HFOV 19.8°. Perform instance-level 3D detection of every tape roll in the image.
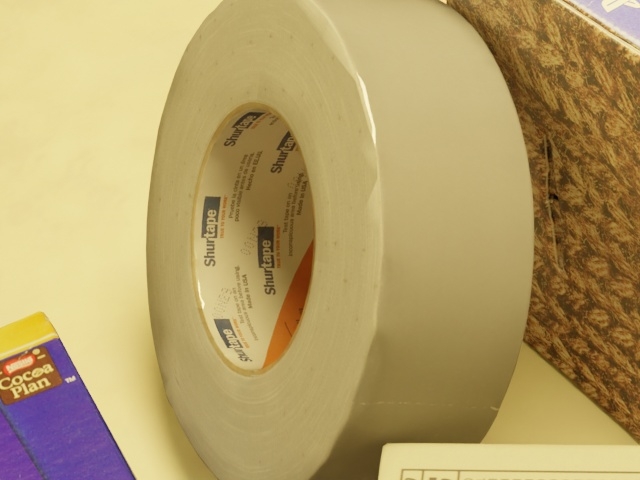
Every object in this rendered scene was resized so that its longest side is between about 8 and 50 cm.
[{"bbox_3d":[0.000,0.000,0.787,0.072,0.219,0.219,2,37,-28],"label":"tape roll"}]

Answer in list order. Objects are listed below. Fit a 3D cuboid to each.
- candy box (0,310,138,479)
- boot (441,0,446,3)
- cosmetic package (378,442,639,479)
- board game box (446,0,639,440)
[{"bbox_3d":[-0.159,0.204,0.683,0.268,0.122,0.317,-24,44,-13],"label":"candy box"},{"bbox_3d":[0.099,-0.092,0.976,0.197,0.073,0.152,-27,49,-12],"label":"boot"},{"bbox_3d":[0.170,0.165,0.662,0.310,0.113,0.160,1,45,12],"label":"cosmetic package"},{"bbox_3d":[0.219,-0.082,0.821,0.291,0.232,0.141,-29,45,-18],"label":"board game box"}]
